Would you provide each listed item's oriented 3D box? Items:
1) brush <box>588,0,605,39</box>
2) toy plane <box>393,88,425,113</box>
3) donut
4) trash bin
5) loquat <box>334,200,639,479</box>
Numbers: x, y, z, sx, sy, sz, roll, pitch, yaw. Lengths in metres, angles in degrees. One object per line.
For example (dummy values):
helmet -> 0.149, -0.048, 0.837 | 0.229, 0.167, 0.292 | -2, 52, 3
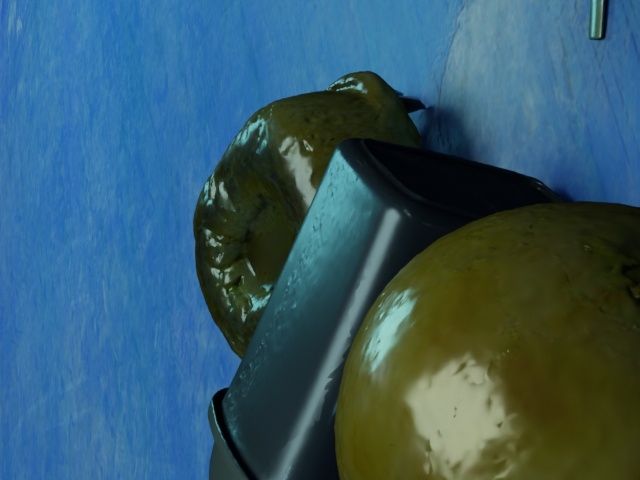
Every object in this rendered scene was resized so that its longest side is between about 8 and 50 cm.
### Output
brush -> 0.184, -0.175, 1.134 | 0.016, 0.013, 0.083 | -179, 94, -65
toy plane -> 0.018, -0.086, 1.421 | 0.197, 0.078, 0.053 | -20, 62, 49
donut -> 0.000, 0.000, 1.326 | 0.208, 0.128, 0.261 | 64, 147, 25
trash bin -> 0.053, 0.094, 1.126 | 0.290, 0.209, 0.182 | -69, 24, 18
loquat -> 0.136, 0.105, 0.854 | 0.263, 0.263, 0.263 | -173, 90, -67
